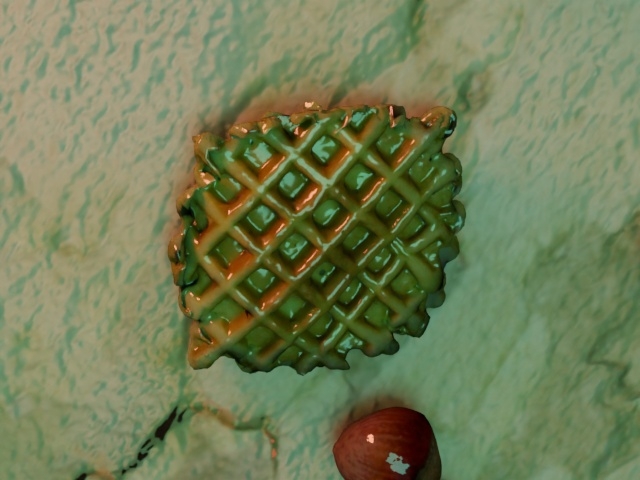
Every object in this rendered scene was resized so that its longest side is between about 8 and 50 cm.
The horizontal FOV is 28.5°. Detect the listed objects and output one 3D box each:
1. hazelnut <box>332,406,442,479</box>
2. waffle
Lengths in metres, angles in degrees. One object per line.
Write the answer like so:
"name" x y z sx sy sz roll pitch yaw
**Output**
"hazelnut" 0.050 0.160 0.939 0.086 0.086 0.086 -4 109 -10
"waffle" 0.000 0.000 0.882 0.214 0.054 0.207 -4 113 -13
